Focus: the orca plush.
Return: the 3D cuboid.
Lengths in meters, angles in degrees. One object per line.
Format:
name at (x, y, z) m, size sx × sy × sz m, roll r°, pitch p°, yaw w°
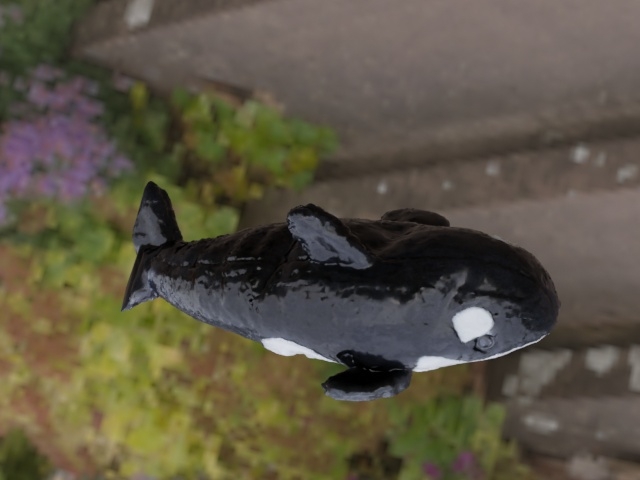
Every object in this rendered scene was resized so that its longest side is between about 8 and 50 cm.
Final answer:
orca plush at (0.000, 0.000, 1.192) m, size 0.287 × 0.151 × 0.102 m, roll 19°, pitch 145°, yaw 33°
